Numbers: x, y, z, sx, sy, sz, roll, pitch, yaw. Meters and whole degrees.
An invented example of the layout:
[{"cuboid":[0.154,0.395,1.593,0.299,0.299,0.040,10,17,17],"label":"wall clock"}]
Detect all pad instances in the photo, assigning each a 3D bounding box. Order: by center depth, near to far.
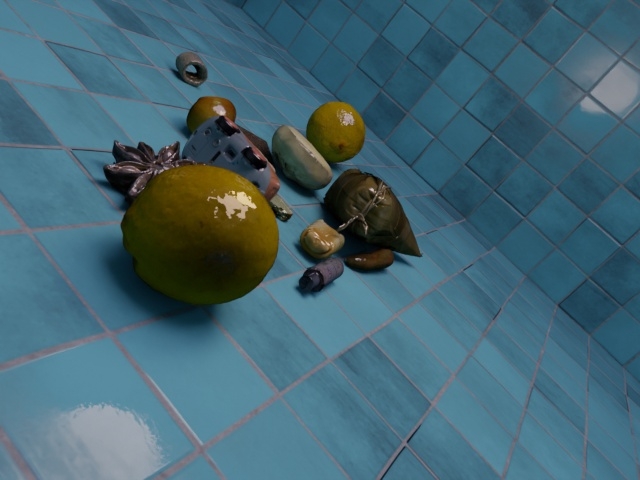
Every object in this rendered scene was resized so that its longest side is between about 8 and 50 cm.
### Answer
[{"cuboid":[-0.247,-0.353,2.154,0.158,0.003,0.235,26,25,-32],"label":"pad"}]

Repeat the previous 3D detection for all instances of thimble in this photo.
[{"cuboid":[-0.496,-0.663,2.215,0.090,0.102,0.115,57,-3,36],"label":"thimble"}]

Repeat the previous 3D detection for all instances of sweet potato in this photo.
[{"cuboid":[0.177,0.069,1.952,0.075,0.075,0.273,49,27,21],"label":"sweet potato"}]

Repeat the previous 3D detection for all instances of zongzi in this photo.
[{"cuboid":[0.258,-0.044,1.983,0.466,0.218,0.500,33,6,-13],"label":"zongzi"}]

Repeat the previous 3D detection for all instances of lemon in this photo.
[{"cuboid":[-0.232,-0.010,1.145,0.297,0.297,0.297,34,22,-16],"label":"lemon"},{"cuboid":[0.069,-0.485,2.576,0.293,0.293,0.293,34,22,-16],"label":"lemon"}]

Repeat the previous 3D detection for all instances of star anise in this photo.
[{"cuboid":[-0.393,-0.145,1.373,0.223,0.109,0.236,10,45,-13],"label":"star anise"}]

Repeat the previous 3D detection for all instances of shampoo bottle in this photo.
[{"cuboid":[0.002,0.097,1.603,0.072,0.072,0.214,44,22,10],"label":"shampoo bottle"}]

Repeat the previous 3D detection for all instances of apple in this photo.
[{"cuboid":[-0.350,-0.394,1.847,0.147,0.146,0.163,20,65,-19],"label":"apple"}]

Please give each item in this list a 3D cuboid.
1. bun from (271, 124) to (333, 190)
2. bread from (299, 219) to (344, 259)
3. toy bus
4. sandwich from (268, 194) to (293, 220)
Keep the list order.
[{"cuboid":[-0.079,-0.297,2.136,0.287,0.146,0.287,48,10,-11],"label":"bun"},{"cuboid":[0.000,0.000,1.763,0.119,0.084,0.177,44,22,6],"label":"bread"},{"cuboid":[-0.239,-0.206,1.641,0.288,0.194,0.232,49,15,22],"label":"toy bus"},{"cuboid":[-0.137,-0.104,1.805,0.105,0.036,0.093,47,21,13],"label":"sandwich"}]
